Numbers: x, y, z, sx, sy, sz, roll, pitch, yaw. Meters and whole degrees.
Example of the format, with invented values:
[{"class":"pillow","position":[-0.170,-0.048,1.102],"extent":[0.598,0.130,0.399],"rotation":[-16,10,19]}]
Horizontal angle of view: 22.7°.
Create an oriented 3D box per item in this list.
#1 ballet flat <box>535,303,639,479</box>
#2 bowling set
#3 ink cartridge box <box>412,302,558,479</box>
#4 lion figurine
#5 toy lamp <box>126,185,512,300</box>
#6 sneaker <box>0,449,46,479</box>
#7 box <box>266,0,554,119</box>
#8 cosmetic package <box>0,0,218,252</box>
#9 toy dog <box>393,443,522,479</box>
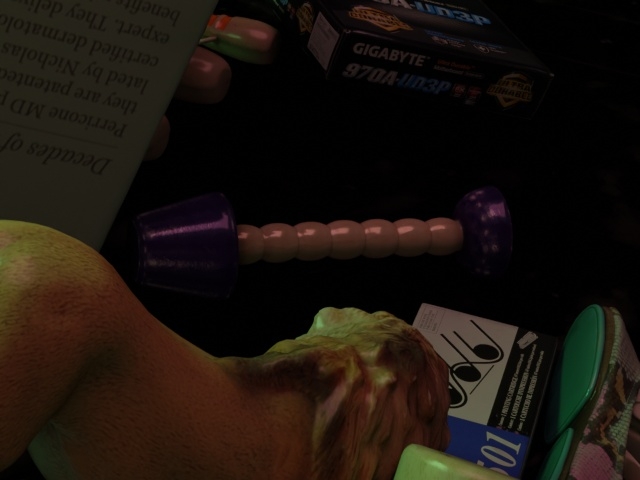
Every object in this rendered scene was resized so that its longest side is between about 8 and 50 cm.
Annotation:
[{"class":"ballet flat","position":[0.176,0.130,0.994],"extent":[0.079,0.077,0.221],"rotation":[29,39,-2]},{"class":"bowling set","position":[-0.143,-0.210,1.326],"extent":[0.154,0.200,0.287],"rotation":[18,30,16]},{"class":"ink cartridge box","position":[0.084,0.121,0.997],"extent":[0.097,0.046,0.207],"rotation":[14,33,11]},{"class":"lion figurine","position":[-0.095,0.086,0.762],"extent":[0.142,0.240,0.392],"rotation":[37,0,42]},{"class":"toy lamp","position":[0.000,0.000,1.135],"extent":[0.274,0.080,0.080],"rotation":[-4,35,-18]},{"class":"sneaker","position":[-0.171,0.099,0.969],"extent":[0.089,0.051,0.170],"rotation":[-2,39,-16]},{"class":"box","position":[0.075,-0.185,1.421],"extent":[0.220,0.051,0.175],"rotation":[8,30,-29]},{"class":"cosmetic package","position":[-0.283,-0.210,1.022],"extent":[0.327,0.394,0.329],"rotation":[11,25,-40]},{"class":"toy dog","position":[0.149,0.211,0.745],"extent":[0.333,0.220,0.161],"rotation":[0,0,1]}]
